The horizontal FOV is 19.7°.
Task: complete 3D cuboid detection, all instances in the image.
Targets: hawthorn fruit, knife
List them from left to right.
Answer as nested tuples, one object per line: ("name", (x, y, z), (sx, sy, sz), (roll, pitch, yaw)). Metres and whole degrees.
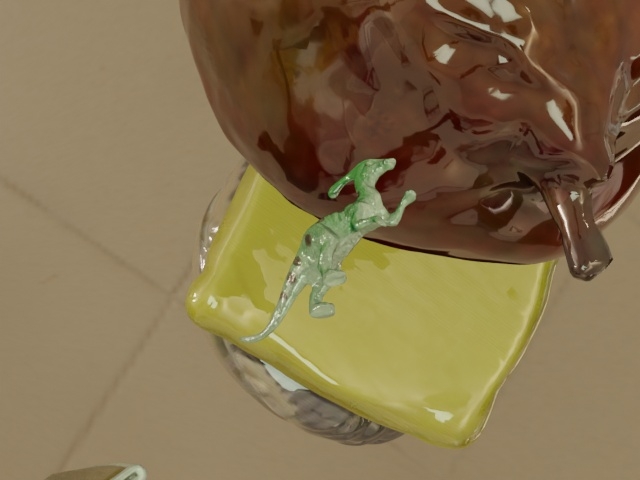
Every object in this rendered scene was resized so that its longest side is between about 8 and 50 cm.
("knife", (-0.115, 0.138, 0.946), (0.061, 0.343, 0.027), (-35, 95, -17))
("hawthorn fruit", (0.066, -0.133, 0.989), (0.308, 0.325, 0.308), (2, 105, 8))

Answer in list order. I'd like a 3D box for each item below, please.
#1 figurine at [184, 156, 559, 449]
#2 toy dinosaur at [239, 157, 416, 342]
("figurine", (0.054, -0.020, 1.463), (0.266, 0.377, 0.361), (43, 84, -6))
("toy dinosaur", (0.000, 0.000, 0.706), (0.021, 0.083, 0.062), (44, 32, -36))
